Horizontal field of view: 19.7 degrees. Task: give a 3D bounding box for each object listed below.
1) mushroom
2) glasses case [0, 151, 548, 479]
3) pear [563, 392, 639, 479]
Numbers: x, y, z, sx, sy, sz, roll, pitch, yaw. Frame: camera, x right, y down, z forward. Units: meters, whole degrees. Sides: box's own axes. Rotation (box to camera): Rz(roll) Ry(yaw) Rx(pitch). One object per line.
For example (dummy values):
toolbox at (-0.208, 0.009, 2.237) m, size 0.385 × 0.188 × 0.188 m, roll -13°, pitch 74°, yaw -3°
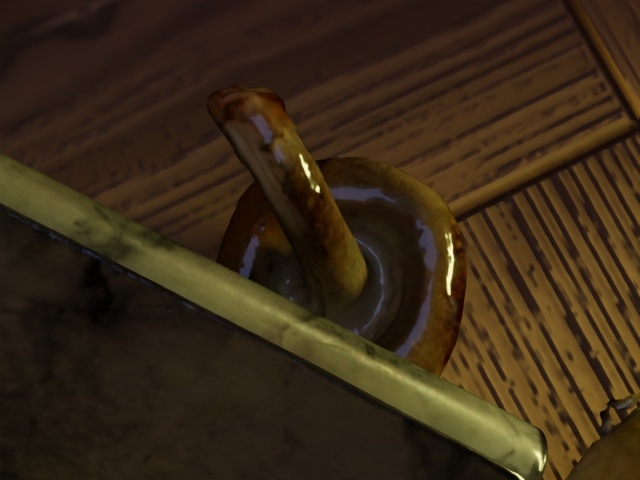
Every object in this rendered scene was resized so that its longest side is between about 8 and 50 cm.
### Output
mushroom at (-0.001, -0.003, 0.618) m, size 0.088 × 0.073 × 0.129 m, roll -25°, pitch 114°, yaw 2°
glasses case at (-0.084, 0.039, 0.564) m, size 0.299 × 0.060 × 0.114 m, roll 27°, pitch 118°, yaw -11°
pear at (0.193, 0.147, 0.533) m, size 0.267 × 0.178 × 0.267 m, roll -1°, pitch 93°, yaw -19°
